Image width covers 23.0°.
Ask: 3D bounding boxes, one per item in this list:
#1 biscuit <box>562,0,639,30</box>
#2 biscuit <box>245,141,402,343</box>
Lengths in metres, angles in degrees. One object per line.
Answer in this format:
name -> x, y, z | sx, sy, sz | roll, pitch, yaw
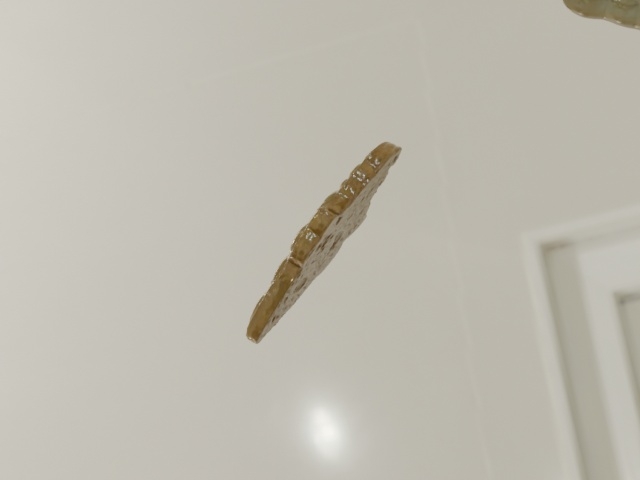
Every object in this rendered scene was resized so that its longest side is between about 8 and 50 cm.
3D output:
biscuit -> 0.332, -0.254, 1.240 | 0.044, 0.217, 0.325 | 83, -154, -42
biscuit -> 0.000, 0.000, 1.607 | 0.035, 0.250, 0.162 | 35, 179, 14
